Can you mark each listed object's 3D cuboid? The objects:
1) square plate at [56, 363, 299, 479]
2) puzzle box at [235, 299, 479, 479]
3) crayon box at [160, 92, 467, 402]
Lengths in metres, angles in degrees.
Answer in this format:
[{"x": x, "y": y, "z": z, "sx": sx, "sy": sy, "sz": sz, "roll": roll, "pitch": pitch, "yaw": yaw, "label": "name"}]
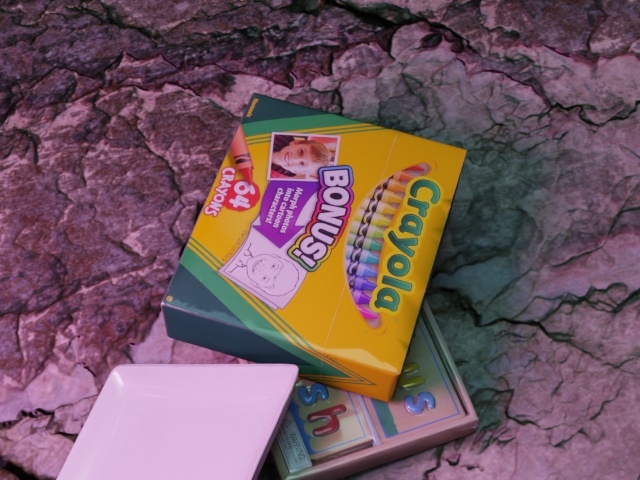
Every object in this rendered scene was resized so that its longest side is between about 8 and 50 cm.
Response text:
[{"x": -0.205, "y": 0.312, "z": 1.440, "sx": 0.344, "sy": 0.049, "sz": 0.347, "roll": -4, "pitch": 51, "yaw": 38, "label": "square plate"}, {"x": 0.014, "y": 0.117, "z": 1.558, "sx": 0.272, "sy": 0.052, "sz": 0.409, "roll": -17, "pitch": 60, "yaw": -12, "label": "puzzle box"}, {"x": 0.000, "y": 0.000, "z": 1.536, "sx": 0.313, "sy": 0.106, "sz": 0.363, "roll": 15, "pitch": 59, "yaw": 8, "label": "crayon box"}]
